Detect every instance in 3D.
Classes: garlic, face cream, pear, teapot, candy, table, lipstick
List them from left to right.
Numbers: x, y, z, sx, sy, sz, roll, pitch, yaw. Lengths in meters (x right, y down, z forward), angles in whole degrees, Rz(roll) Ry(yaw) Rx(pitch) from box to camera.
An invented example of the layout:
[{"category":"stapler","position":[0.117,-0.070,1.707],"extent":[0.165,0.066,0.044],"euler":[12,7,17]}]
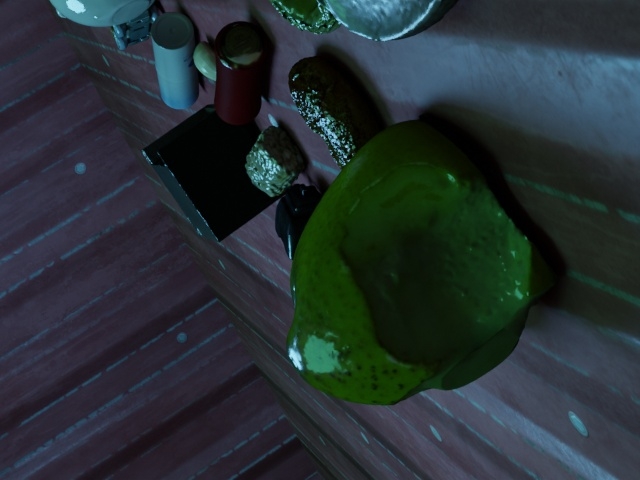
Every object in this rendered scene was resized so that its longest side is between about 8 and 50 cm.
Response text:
[{"category":"face cream","position":[-0.261,-0.322,2.133],"extent":[0.077,0.077,0.250],"euler":[55,167,12]},{"category":"garlic","position":[-0.185,-0.303,1.978],"extent":[0.053,0.041,0.083],"euler":[1,-129,-53]},{"category":"table","position":[-0.184,-0.129,2.099],"extent":[0.193,0.172,0.169],"euler":[56,168,-14]},{"category":"lipstick","position":[-0.123,-0.249,1.778],"extent":[0.080,0.080,0.241],"euler":[55,168,9]},{"category":"candy","position":[-0.074,-0.129,1.910],"extent":[0.095,0.085,0.110],"euler":[49,157,-1]},{"category":"teapot","position":[-0.023,-0.042,1.870],"extent":[0.177,0.087,0.096],"euler":[-117,21,-61]},{"category":"pear","position":[0.076,0.040,1.267],"extent":[0.286,0.282,0.176],"euler":[55,176,8]}]

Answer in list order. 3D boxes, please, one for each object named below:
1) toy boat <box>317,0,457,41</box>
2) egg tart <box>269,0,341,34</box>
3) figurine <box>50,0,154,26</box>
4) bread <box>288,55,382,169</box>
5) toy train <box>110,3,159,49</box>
[{"category":"toy boat","position":[0.068,-0.265,1.050],"extent":[0.155,0.085,0.227],"euler":[50,157,-4]},{"category":"egg tart","position":[-0.018,-0.309,1.230],"extent":[0.197,0.078,0.197],"euler":[51,165,19]},{"category":"figurine","position":[-0.385,-0.535,1.936],"extent":[0.394,0.226,0.274],"euler":[61,-163,10]},{"category":"bread","position":[0.020,-0.152,1.510],"extent":[0.193,0.064,0.193],"euler":[54,171,13]},{"category":"toy train","position":[-0.360,-0.439,2.211],"extent":[0.219,0.089,0.127],"euler":[139,108,-79]}]
